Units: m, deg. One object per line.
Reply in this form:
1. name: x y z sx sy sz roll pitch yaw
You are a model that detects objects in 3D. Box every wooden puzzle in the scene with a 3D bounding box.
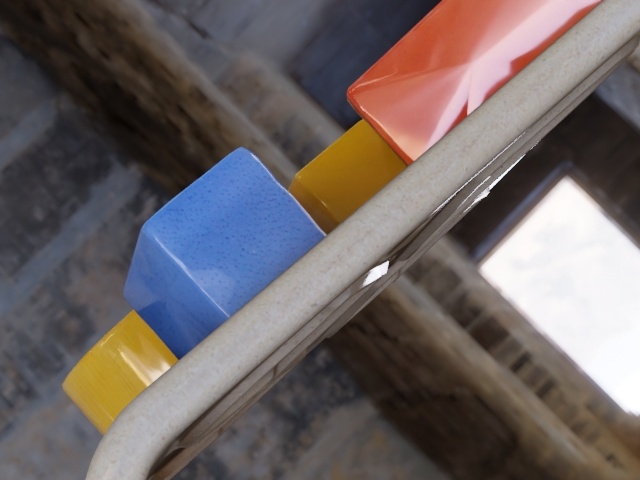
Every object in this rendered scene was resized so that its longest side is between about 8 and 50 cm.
1. wooden puzzle: 0.000 0.000 0.599 0.348 0.080 0.322 -45 178 -20
